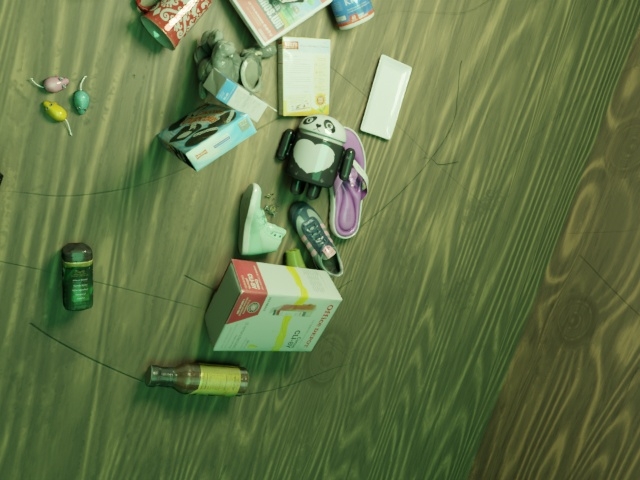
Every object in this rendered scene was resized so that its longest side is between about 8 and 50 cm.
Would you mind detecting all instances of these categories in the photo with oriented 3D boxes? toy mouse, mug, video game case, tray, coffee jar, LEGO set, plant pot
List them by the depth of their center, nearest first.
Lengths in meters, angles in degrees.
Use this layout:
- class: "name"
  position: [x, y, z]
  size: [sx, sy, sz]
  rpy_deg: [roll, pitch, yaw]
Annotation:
- class: "toy mouse"
  position: [-0.664, -0.382, 1.247]
  size: [0.143, 0.031, 0.161]
  rpy_deg: [-46, 123, -9]
- class: "mug"
  position: [-0.394, -0.627, 1.274]
  size: [0.169, 0.113, 0.150]
  rpy_deg: [-51, 126, -10]
- class: "coffee jar"
  position: [-0.694, 0.101, 1.358]
  size: [0.079, 0.096, 0.184]
  rpy_deg: [-3, 109, -32]
- class: "video game case"
  position: [-0.124, -0.728, 1.400]
  size: [0.285, 0.025, 0.204]
  rpy_deg: [-42, 107, -19]
- class: "LEGO set"
  position: [-0.170, -0.121, 1.636]
  size: [0.054, 0.023, 0.083]
  rpy_deg: [3, 92, -33]
- class: "plant pot"
  position: [-0.096, 0.072, 1.715]
  size: [0.084, 0.083, 0.079]
  rpy_deg: [-14, 102, -26]
- class: "tray"
  position: [0.232, -0.516, 1.724]
  size: [0.145, 0.030, 0.270]
  rpy_deg: [10, 102, -33]

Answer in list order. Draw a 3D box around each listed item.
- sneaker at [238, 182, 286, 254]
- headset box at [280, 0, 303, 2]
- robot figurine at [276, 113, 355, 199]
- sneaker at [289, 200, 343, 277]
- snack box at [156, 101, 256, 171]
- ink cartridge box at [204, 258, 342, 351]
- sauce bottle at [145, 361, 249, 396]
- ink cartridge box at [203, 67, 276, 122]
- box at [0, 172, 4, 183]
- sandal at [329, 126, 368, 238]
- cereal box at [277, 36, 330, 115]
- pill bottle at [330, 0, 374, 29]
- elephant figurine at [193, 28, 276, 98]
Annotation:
- class: "sneaker"
  position: [-0.188, -0.072, 1.593]
  size: [0.151, 0.094, 0.255]
  rpy_deg: [-1, 117, -24]
- class: "headset box"
  position: [-0.107, -0.818, 1.329]
  size: [0.218, 0.110, 0.292]
  rpy_deg: [-16, 98, -25]
- class: "robot figurine"
  position: [-0.017, -0.277, 1.575]
  size: [0.209, 0.174, 0.277]
  rpy_deg: [12, 101, -33]
- class: "sneaker"
  position: [0.000, 0.000, 1.707]
  size: [0.112, 0.131, 0.318]
  rpy_deg: [-38, 121, -13]
- class: "snack box"
  position: [-0.322, -0.294, 1.301]
  size: [0.187, 0.322, 0.060]
  rpy_deg: [-38, 124, -14]
- class: "ink cartridge box"
  position: [-0.160, 0.234, 1.629]
  size: [0.385, 0.160, 0.279]
  rpy_deg: [9, 123, -33]
- class: "sauce bottle"
  position: [-0.422, 0.477, 1.642]
  size: [0.345, 0.111, 0.111]
  rpy_deg: [16, 98, -31]
- class: "ink cartridge box"
  position: [-0.219, -0.389, 1.307]
  size: [0.180, 0.104, 0.060]
  rpy_deg: [23, 107, -45]
- class: "box"
  position: [-0.839, -0.107, 1.085]
  size: [0.169, 0.290, 0.087]
  rpy_deg: [-39, 122, -14]
- class: "sandal"
  position: [0.110, -0.201, 1.718]
  size: [0.170, 0.102, 0.415]
  rpy_deg: [-15, 114, -25]
- class: "cereal box"
  position: [-0.053, -0.529, 1.543]
  size: [0.173, 0.047, 0.239]
  rpy_deg: [-9, 110, -28]
- class: "pill bottle"
  position: [0.076, -0.789, 1.482]
  size: [0.124, 0.124, 0.221]
  rpy_deg: [-37, 121, -15]
- class: "elephant figurine"
  position: [-0.237, -0.500, 1.394]
  size: [0.240, 0.169, 0.186]
  rpy_deg: [10, 131, -48]
